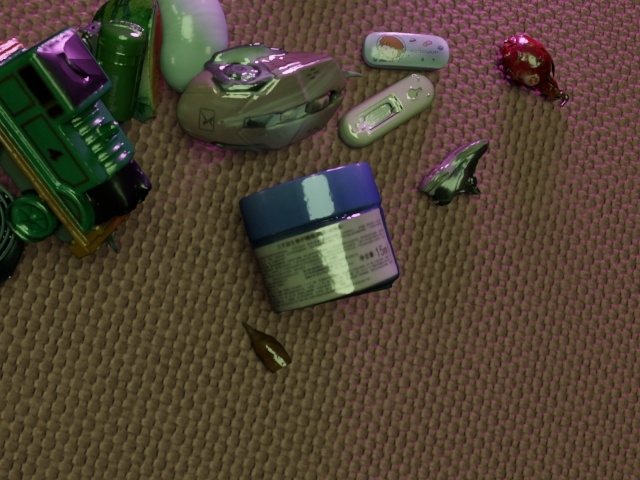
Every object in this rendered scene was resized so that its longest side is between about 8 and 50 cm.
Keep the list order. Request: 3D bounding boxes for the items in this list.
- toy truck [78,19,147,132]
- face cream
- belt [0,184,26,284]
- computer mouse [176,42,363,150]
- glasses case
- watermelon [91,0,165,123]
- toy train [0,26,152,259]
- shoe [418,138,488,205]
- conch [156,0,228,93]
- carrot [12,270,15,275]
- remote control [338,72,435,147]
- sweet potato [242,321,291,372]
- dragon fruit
[{"bbox_3d":[-0.377,-0.265,1.527,0.125,0.101,0.242,17,116,-2],"label":"toy truck"},{"bbox_3d":[0.000,0.000,1.574,0.249,0.249,0.225,-15,90,-15],"label":"face cream"},{"bbox_3d":[-0.629,-0.025,1.469,0.267,0.116,0.206,21,64,0],"label":"belt"},{"bbox_3d":[-0.074,-0.249,1.607,0.389,0.199,0.115,-14,46,-26],"label":"computer mouse"},{"bbox_3d":[0.170,-0.376,1.754,0.178,0.045,0.067,0,84,-13],"label":"glasses case"},{"bbox_3d":[-0.363,-0.342,1.601,0.146,0.128,0.231,6,85,5],"label":"watermelon"},{"bbox_3d":[-0.419,-0.162,1.413,0.429,0.249,0.178,57,32,-20],"label":"toy train"},{"bbox_3d":[0.281,-0.125,1.749,0.169,0.071,0.099,-41,98,-10],"label":"shoe"},{"bbox_3d":[-0.227,-0.374,1.593,0.121,0.185,0.221,0,118,2],"label":"conch"},{"bbox_3d":[-0.637,0.032,1.524,0.216,0.048,0.048,12,82,-8],"label":"carrot"},{"bbox_3d":[0.133,-0.258,1.736,0.221,0.042,0.078,-33,92,-14],"label":"remote control"},{"bbox_3d":[-0.105,0.195,1.639,0.049,0.049,0.117,-42,85,-14],"label":"sweet potato"},{"bbox_3d":[0.445,-0.340,1.795,0.190,0.094,0.094,41,77,-15],"label":"dragon fruit"}]
